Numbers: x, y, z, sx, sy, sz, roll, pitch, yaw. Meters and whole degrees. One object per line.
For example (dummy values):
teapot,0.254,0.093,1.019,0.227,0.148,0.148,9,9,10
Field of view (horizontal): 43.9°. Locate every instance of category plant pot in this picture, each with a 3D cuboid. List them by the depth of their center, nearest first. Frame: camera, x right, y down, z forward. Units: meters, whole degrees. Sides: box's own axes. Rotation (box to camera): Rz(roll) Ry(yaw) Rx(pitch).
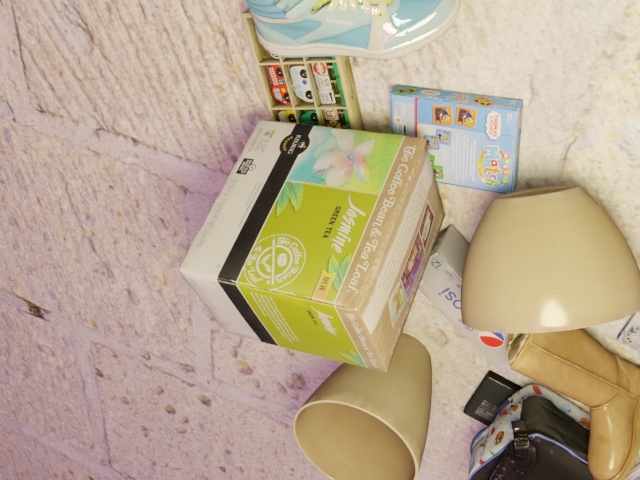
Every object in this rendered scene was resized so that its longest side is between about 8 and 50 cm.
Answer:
plant pot,0.350,0.017,1.245,0.284,0.284,0.191,-6,98,33
plant pot,0.117,0.317,1.586,0.256,0.274,0.256,16,131,19

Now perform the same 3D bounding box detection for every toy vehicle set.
toy vehicle set,-0.024,-0.274,1.370,0.166,0.035,0.267,3,126,28

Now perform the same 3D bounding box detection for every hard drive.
hard drive,0.361,0.333,1.631,0.094,0.022,0.135,28,134,9

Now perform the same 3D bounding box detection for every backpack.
backpack,0.414,0.428,1.536,0.276,0.213,0.263,35,124,-6

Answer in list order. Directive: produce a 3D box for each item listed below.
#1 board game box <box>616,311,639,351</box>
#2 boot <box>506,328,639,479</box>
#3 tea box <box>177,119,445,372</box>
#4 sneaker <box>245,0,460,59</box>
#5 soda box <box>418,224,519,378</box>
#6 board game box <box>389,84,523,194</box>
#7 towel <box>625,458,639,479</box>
board game box,0.575,0.159,1.371,0.090,0.020,0.090,26,133,11
boot,0.431,0.263,1.373,0.269,0.236,0.089,30,157,-15
tea box,0.000,0.000,1.329,0.323,0.329,0.220,10,150,24
sneaker,0.031,-0.354,1.131,0.319,0.127,0.208,-4,163,15
soda box,0.290,0.113,1.448,0.286,0.098,0.091,45,132,-9
board game box,0.221,-0.166,1.310,0.211,0.039,0.160,13,130,23
towel,0.738,0.508,1.542,0.285,0.034,0.209,35,135,1
